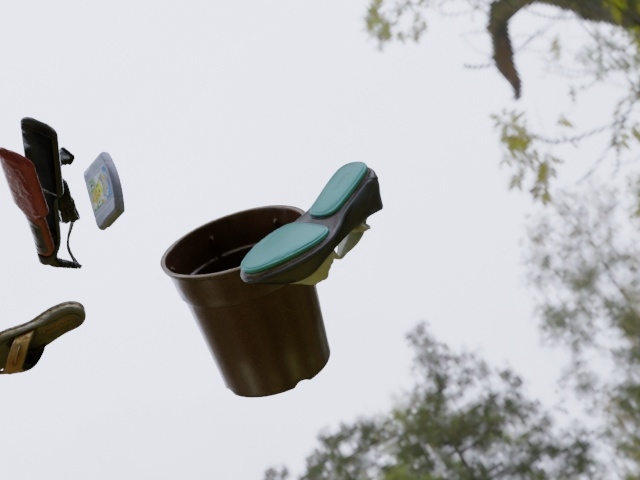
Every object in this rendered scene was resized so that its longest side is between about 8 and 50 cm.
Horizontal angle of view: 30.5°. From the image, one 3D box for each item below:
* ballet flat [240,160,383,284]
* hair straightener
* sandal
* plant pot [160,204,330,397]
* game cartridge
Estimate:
[{"bbox_3d":[0.000,0.000,1.166,0.203,0.074,0.074,-46,-23,-38],"label":"ballet flat"},{"bbox_3d":[-0.258,-0.046,1.162,0.230,0.047,0.089,86,-151,-56],"label":"hair straightener"},{"bbox_3d":[-0.378,0.140,1.509,0.180,0.049,0.072,-29,-25,-13],"label":"sandal"},{"bbox_3d":[-0.070,0.070,1.281,0.167,0.167,0.165,-22,-67,-12],"label":"plant pot"},{"bbox_3d":[-0.259,-0.061,1.406,0.017,0.083,0.056,3,-31,-44],"label":"game cartridge"}]
